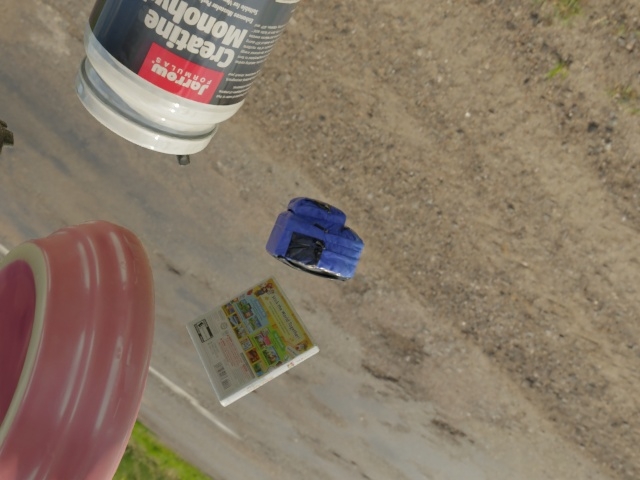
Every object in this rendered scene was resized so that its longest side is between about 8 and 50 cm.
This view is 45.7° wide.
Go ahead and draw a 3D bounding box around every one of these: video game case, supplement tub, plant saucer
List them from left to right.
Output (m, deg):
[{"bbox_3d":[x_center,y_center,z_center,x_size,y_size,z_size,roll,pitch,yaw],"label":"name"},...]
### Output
[{"bbox_3d":[-0.275,0.130,0.704,0.084,0.332,0.332,25,163,-35],"label":"plant saucer"},{"bbox_3d":[-0.137,-0.249,0.820,0.191,0.191,0.272,35,119,0],"label":"supplement tub"},{"bbox_3d":[-0.137,0.188,1.480,0.227,0.206,0.026,53,170,47],"label":"video game case"}]

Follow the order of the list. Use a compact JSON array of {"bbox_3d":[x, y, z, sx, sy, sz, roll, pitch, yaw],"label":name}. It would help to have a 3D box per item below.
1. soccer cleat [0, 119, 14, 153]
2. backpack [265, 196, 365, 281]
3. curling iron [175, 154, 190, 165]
[{"bbox_3d":[-0.495,-0.177,0.955,0.143,0.116,0.331,20,-168,-42],"label":"soccer cleat"},{"bbox_3d":[0.000,0.000,1.032,0.120,0.101,0.098,22,-174,-13],"label":"backpack"},{"bbox_3d":[-0.223,-0.236,1.043,0.068,0.035,0.273,-11,105,19],"label":"curling iron"}]
